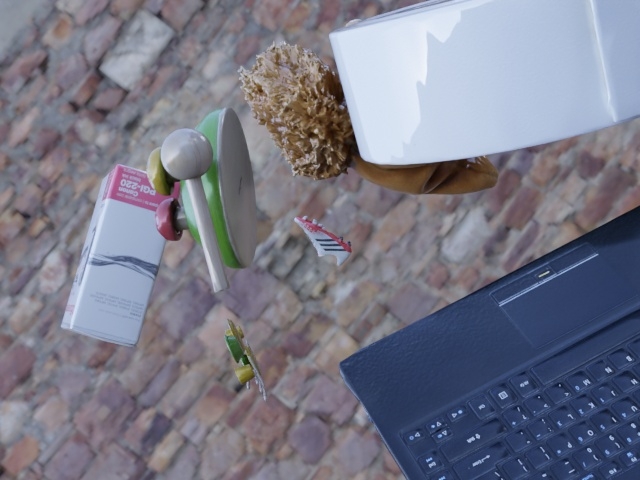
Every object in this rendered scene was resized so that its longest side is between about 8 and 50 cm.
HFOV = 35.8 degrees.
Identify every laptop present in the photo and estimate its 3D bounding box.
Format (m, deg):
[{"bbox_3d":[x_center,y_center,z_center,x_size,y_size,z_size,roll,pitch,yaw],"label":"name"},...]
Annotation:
[{"bbox_3d":[0.152,0.060,0.466,0.234,0.264,0.137,-26,-45,-9],"label":"laptop"}]

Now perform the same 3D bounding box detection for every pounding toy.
[{"bbox_3d":[-0.145,-0.048,1.095,0.237,0.110,0.183,-66,-32,-76],"label":"pounding toy"}]

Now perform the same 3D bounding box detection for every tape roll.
[{"bbox_3d":[0.154,-0.144,0.732,0.286,0.100,0.286,-14,13,3],"label":"tape roll"}]

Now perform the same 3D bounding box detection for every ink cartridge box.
[{"bbox_3d":[-0.263,0.023,1.295,0.158,0.092,0.218,168,116,-71],"label":"ink cartridge box"}]

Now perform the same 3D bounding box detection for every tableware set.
[{"bbox_3d":[-0.102,0.144,1.245,0.024,0.104,0.154,-26,12,-2],"label":"tableware set"}]

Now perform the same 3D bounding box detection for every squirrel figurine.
[{"bbox_3d":[0.075,-0.202,1.551,0.370,0.396,0.281,-2,-95,-78],"label":"squirrel figurine"}]

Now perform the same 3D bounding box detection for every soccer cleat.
[{"bbox_3d":[0.000,0.000,1.230,0.036,0.083,0.029,-58,4,7],"label":"soccer cleat"}]
